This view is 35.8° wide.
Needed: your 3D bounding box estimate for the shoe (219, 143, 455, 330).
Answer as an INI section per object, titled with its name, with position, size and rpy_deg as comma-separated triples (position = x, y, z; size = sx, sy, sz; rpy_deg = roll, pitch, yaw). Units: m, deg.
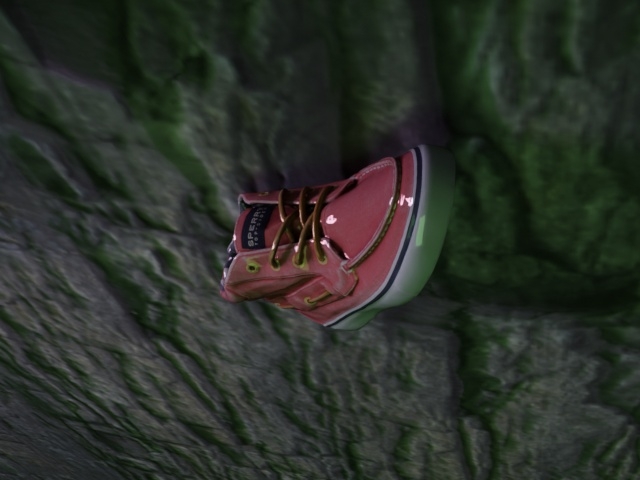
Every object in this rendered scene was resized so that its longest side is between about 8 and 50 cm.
[shoe]
position = 0.000, 0.000, 0.478
size = 0.081, 0.063, 0.178
rpy_deg = 12, 159, -10
